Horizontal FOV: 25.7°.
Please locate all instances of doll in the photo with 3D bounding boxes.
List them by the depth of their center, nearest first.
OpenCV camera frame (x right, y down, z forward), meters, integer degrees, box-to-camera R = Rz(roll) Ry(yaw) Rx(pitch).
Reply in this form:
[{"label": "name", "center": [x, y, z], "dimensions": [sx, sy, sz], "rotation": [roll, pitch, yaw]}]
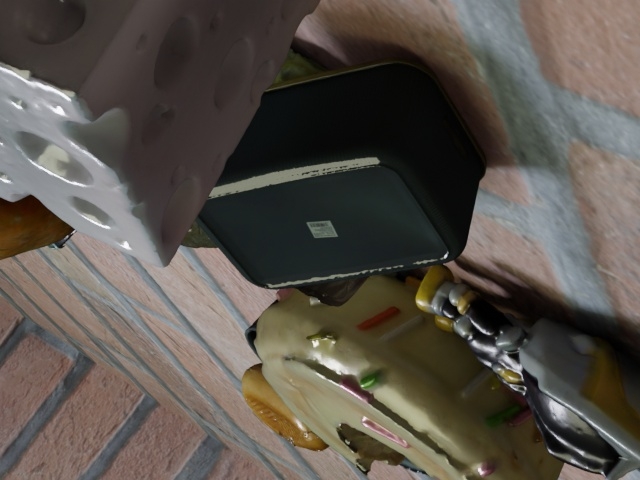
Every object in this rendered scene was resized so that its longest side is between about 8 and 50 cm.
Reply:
[{"label": "doll", "center": [0.210, 0.126, 1.207], "dimensions": [0.316, 0.103, 0.146], "rotation": [36, 151, 37]}]

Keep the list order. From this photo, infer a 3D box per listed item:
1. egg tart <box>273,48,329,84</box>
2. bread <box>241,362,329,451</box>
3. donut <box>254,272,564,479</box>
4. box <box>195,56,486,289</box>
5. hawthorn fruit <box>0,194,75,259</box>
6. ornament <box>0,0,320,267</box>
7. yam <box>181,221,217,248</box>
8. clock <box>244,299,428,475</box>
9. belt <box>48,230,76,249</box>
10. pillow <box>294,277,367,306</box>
[{"label": "egg tart", "center": [-0.022, -0.082, 1.165], "dimensions": [0.197, 0.078, 0.197], "rotation": [33, 166, 9]}, {"label": "bread", "center": [-0.034, 0.210, 1.803], "dimensions": [0.189, 0.077, 0.114], "rotation": [17, 134, 55]}, {"label": "donut", "center": [0.080, 0.148, 1.463], "dimensions": [0.307, 0.150, 0.371], "rotation": [45, 163, -24]}, {"label": "box", "center": [0.008, -0.042, 1.034], "dimensions": [0.201, 0.090, 0.144], "rotation": [-8, 139, 28]}, {"label": "hawthorn fruit", "center": [-0.325, -0.125, 1.371], "dimensions": [0.267, 0.268, 0.301], "rotation": [39, 156, -5]}, {"label": "ornament", "center": [-0.161, -0.168, 0.869], "dimensions": [0.239, 0.240, 0.240], "rotation": [22, 161, 14]}, {"label": "yam", "center": [-0.144, -0.101, 1.262], "dimensions": [0.154, 0.154, 0.254], "rotation": [24, 161, 40]}, {"label": "clock", "center": [0.039, 0.190, 1.836], "dimensions": [0.312, 0.061, 0.312], "rotation": [34, 164, 11]}, {"label": "belt", "center": [-0.294, -0.061, 1.675], "dimensions": [0.078, 0.151, 0.198], "rotation": [40, 166, -12]}, {"label": "pillow", "center": [0.000, 0.000, 1.213], "dimensions": [0.130, 0.038, 0.232], "rotation": [31, -158, 16]}]
